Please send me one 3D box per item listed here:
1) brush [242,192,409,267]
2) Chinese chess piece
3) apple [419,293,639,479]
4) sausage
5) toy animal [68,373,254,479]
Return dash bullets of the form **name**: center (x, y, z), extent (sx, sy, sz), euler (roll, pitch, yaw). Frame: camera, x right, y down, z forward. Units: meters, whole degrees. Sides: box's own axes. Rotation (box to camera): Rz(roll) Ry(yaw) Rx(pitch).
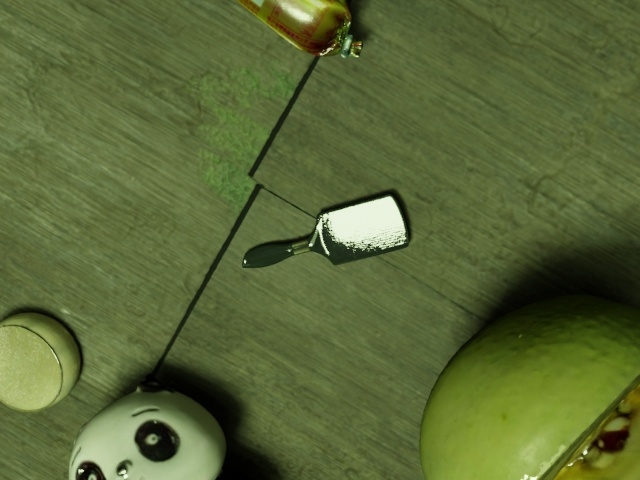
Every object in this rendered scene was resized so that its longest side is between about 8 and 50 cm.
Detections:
- **brush**: center (0.000, 0.000, 0.826), extent (0.194, 0.016, 0.062), euler (-15, 103, 16)
- **Chinese chess piece**: center (-0.355, 0.148, 0.931), extent (0.122, 0.051, 0.122), euler (4, 106, 12)
- **apple**: center (0.238, 0.191, 0.695), extent (0.292, 0.292, 0.254), euler (42, 85, -3)
- **sausage**: center (-0.107, -0.293, 0.726), extent (0.372, 0.082, 0.082), euler (37, 111, -2)
- **toy animal**: center (-0.180, 0.285, 0.873), extent (0.187, 0.165, 0.235), euler (-31, 100, -3)
